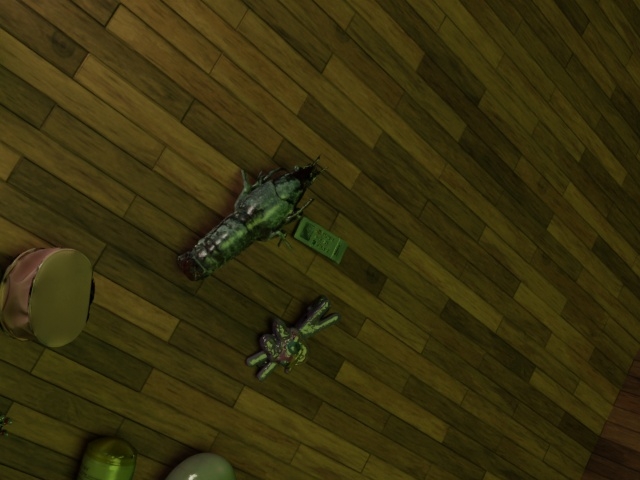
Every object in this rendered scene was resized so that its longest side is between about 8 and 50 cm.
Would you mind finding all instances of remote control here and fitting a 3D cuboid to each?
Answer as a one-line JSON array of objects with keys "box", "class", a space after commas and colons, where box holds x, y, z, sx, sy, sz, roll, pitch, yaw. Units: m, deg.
[{"box": [0.000, 0.000, 2.095, 0.162, 0.029, 0.061, 32, 77, -31], "class": "remote control"}]

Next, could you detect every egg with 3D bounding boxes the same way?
[{"box": [-0.291, 0.585, 1.913, 0.209, 0.151, 0.151, -38, 119, -24], "class": "egg"}]

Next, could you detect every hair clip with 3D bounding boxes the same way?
[{"box": [-0.062, 0.232, 2.056, 0.278, 0.090, 0.137, -43, 112, -23], "class": "hair clip"}]

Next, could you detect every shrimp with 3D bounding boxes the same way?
[{"box": [-0.146, -0.051, 1.905, 0.410, 0.166, 0.221, -41, 93, -29], "class": "shrimp"}]

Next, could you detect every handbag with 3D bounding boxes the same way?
[{"box": [-0.542, 0.110, 1.633, 0.179, 0.116, 0.205, 1, 98, -61], "class": "handbag"}]

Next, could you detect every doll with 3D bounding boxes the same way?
[{"box": [-0.679, 0.378, 1.661, 0.114, 0.039, 0.057, 16, 131, -45], "class": "doll"}]

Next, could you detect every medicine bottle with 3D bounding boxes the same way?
[{"box": [-0.475, 0.545, 1.792, 0.124, 0.124, 0.239, 18, 87, -37], "class": "medicine bottle"}]

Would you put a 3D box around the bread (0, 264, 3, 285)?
[{"box": [-0.659, 0.072, 1.604, 0.082, 0.060, 0.113, -5, 104, -35], "class": "bread"}]
